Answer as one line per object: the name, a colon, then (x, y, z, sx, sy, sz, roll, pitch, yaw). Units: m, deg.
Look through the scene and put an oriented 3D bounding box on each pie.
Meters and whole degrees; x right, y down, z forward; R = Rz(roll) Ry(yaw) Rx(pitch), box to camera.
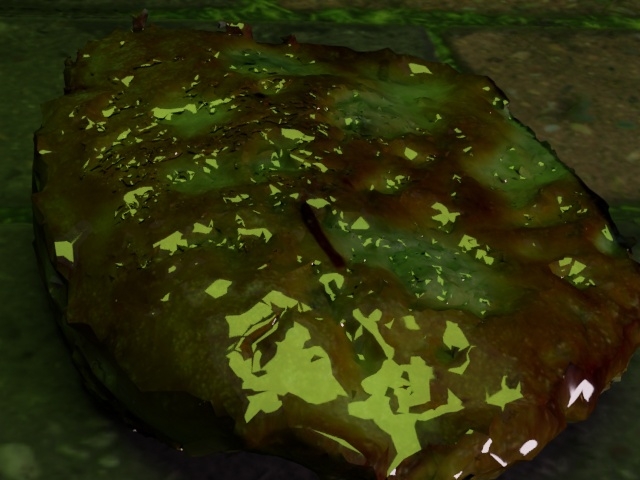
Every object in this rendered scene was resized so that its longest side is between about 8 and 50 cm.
pie: (0.000, 0.000, 0.725, 0.288, 0.103, 0.354, -12, 44, -24)
